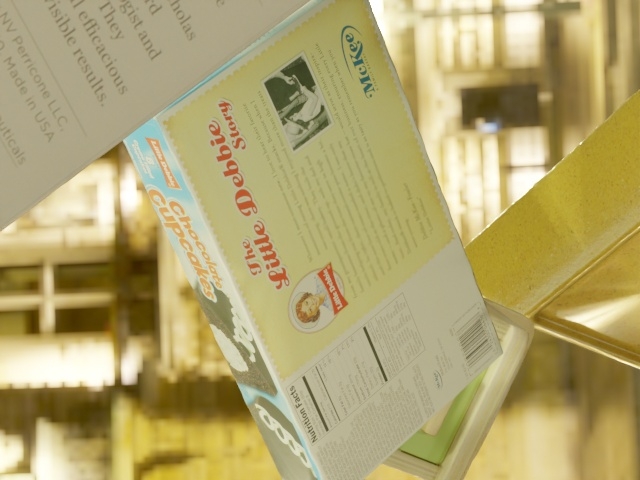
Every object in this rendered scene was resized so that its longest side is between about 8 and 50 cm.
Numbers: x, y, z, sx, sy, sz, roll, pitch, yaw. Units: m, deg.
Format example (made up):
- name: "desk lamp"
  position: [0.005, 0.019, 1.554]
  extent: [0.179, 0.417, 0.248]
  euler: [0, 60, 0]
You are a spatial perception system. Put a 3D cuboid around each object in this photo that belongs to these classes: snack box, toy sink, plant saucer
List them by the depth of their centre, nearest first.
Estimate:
- name: "snack box"
  position: [0.000, 0.000, 1.265]
  extent: [0.187, 0.060, 0.322]
  euler: [-38, -59, -28]
- name: "toy sink"
  position: [0.081, 0.111, 1.567]
  extent: [0.153, 0.234, 0.131]
  euler: [-64, 22, 5]
- name: "plant saucer"
  position: [0.341, 0.028, 1.688]
  extent: [0.333, 0.332, 0.081]
  euler: [-45, 30, 47]

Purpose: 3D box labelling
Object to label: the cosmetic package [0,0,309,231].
- name: "cosmetic package"
  position: [-0.109, -0.183, 0.964]
  extent: [0.453, 0.230, 0.161]
  euler: [-40, -63, -28]
